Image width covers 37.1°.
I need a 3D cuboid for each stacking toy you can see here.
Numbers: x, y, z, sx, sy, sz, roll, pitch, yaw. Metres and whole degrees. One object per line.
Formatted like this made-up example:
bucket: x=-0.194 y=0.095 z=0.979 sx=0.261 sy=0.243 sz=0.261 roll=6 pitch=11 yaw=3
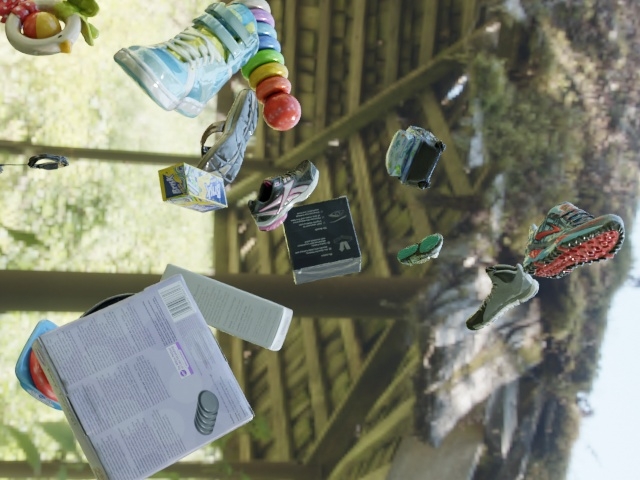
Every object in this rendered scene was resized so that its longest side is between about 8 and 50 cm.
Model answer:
stacking toy: x=-0.134 y=-0.410 z=2.257 sx=0.141 sy=0.141 sz=0.330 roll=118 pitch=-47 yaw=-61
stacking toy: x=-0.476 y=0.236 z=1.979 sx=0.301 sy=0.175 sz=0.166 roll=-22 pitch=-142 yaw=38

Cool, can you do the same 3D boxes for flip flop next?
flip flop: x=-0.209 y=-0.216 z=2.025 sx=0.112 sy=0.080 sz=0.277 roll=76 pitch=28 yaw=-52

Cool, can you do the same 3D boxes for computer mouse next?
computer mouse: x=-0.606 y=-0.132 z=1.846 sx=0.071 sy=0.242 sz=0.041 roll=-40 pitch=-118 yaw=60

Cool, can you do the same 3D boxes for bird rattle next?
bird rattle: x=-0.618 y=-0.494 z=2.107 sx=0.143 sy=0.253 sz=0.207 roll=107 pitch=-12 yaw=-51

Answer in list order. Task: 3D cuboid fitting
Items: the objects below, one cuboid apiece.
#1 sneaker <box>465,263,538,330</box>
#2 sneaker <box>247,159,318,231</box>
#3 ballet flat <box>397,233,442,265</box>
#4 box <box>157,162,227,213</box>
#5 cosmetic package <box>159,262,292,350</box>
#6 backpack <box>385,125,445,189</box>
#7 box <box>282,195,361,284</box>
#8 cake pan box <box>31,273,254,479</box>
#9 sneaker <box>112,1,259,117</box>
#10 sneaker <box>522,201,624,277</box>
sneaker: x=0.465 y=0.138 z=2.591 sx=0.132 sy=0.228 sz=0.086 roll=52 pitch=14 yaw=-11
sneaker: x=-0.075 y=-0.102 z=1.885 sx=0.072 sy=0.077 sz=0.178 roll=7 pitch=-129 yaw=47
ballet flat: x=0.306 y=0.030 z=2.777 sx=0.188 sy=0.070 sz=0.070 roll=-23 pitch=-116 yaw=51
box: x=-0.225 y=-0.091 z=1.696 sx=0.169 sy=0.054 sz=0.059 roll=17 pitch=61 yaw=-71
cosmetic package: x=-0.174 y=0.121 z=1.723 sx=0.117 sy=0.231 sz=0.086 roll=52 pitch=57 yaw=-80
backpack: x=0.170 y=-0.161 z=1.774 sx=0.114 sy=0.084 sz=0.105 roll=-100 pitch=-151 yaw=-68
box: x=0.000 y=0.000 z=2.162 sx=0.093 sy=0.156 sz=0.158 roll=87 pitch=-9 yaw=-67
cake pan box: x=-0.265 y=0.206 z=1.419 sx=0.267 sy=0.245 sz=0.070 roll=61 pitch=-34 yaw=3
sneaker: x=-0.203 y=-0.311 z=1.523 sx=0.208 sy=0.127 sz=0.319 roll=-45 pitch=180 yaw=6
sneaker: x=0.446 y=-0.018 z=1.727 sx=0.262 sy=0.104 sz=0.125 roll=146 pitch=-49 yaw=-63
